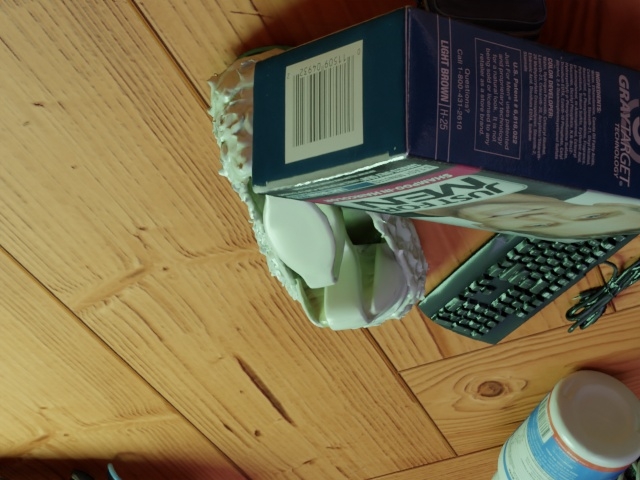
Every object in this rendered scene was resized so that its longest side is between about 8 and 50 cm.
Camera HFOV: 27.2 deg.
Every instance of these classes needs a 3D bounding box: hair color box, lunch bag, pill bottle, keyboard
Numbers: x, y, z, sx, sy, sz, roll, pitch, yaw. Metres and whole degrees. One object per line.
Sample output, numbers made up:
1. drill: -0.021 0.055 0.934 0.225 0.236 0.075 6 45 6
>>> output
1. hair color box: 0.137 -0.073 0.996 0.347 0.105 0.174 7 170 -37
2. lunch bag: 0.115 -0.172 0.983 0.099 0.067 0.065 2 145 -11
3. pill bottle: 0.287 0.259 1.577 0.124 0.124 0.221 5 144 -17
4. keyboard: 0.259 0.020 1.314 0.202 0.033 0.317 15 140 -29

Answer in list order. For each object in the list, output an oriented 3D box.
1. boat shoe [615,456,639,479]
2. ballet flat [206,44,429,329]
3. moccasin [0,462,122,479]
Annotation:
1. boat shoe: 0.407 0.313 1.684 0.158 0.127 0.340 19 131 -11
2. ballet flat: 0.000 0.000 1.153 0.147 0.147 0.409 -16 145 12
3. moccasin: -0.292 0.320 1.570 0.342 0.116 0.137 13 140 -21
